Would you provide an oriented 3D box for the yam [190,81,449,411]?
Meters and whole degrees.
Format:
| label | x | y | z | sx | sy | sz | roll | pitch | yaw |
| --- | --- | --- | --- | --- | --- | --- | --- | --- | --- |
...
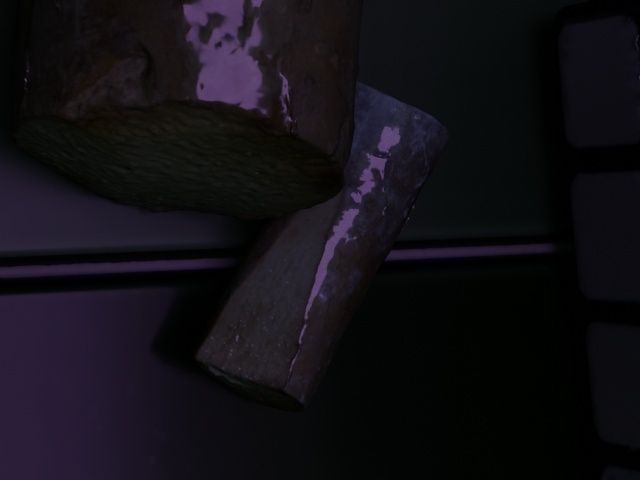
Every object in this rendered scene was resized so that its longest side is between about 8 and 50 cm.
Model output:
| label | x | y | z | sx | sy | sz | roll | pitch | yaw |
| --- | --- | --- | --- | --- | --- | --- | --- | --- | --- |
| yam | 0.000 | 0.000 | 0.816 | 0.068 | 0.068 | 0.169 | 34 | 75 | -21 |

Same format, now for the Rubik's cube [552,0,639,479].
| label | x | y | z | sx | sy | sz | roll | pitch | yaw |
| --- | --- | --- | --- | --- | --- | --- | --- | --- | --- |
| Rubik's cube | 0.357 | 0.020 | 0.830 | 0.344 | 0.344 | 0.337 | -8 | 93 | -26 |

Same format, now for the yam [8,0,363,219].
| label | x | y | z | sx | sy | sz | roll | pitch | yaw |
| --- | --- | --- | --- | --- | --- | --- | --- | --- | --- |
| yam | -0.053 | -0.149 | 0.739 | 0.161 | 0.161 | 0.268 | 8 | 87 | -25 |
